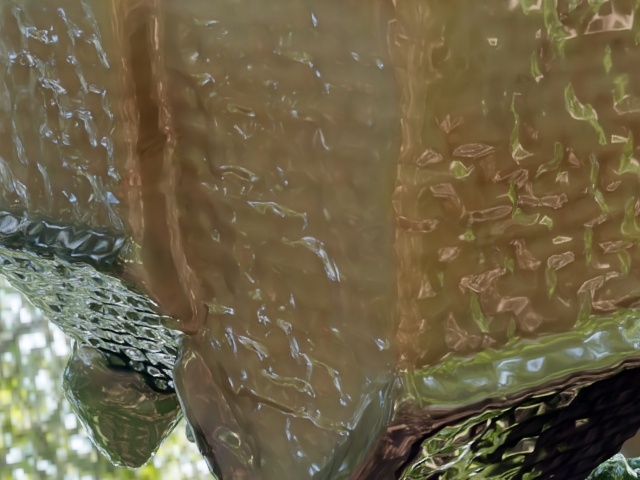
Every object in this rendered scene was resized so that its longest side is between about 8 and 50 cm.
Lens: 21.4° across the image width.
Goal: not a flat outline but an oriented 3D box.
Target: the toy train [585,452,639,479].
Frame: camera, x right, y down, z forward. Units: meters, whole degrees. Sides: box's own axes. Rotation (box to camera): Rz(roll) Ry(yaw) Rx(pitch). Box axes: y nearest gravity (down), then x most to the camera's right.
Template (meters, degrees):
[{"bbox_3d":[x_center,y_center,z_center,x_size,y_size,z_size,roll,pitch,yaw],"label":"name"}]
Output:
[{"bbox_3d":[0.247,0.205,0.863,0.177,0.116,0.285,-28,-70,43],"label":"toy train"}]

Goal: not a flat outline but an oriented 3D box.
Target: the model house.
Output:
[{"bbox_3d":[-0.001,0.000,0.741,0.243,0.298,0.284,-6,-79,-41],"label":"model house"}]

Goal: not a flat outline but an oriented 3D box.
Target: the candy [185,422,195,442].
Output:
[{"bbox_3d":[-0.016,0.036,0.895,0.046,0.053,0.182,40,-86,-25],"label":"candy"}]
